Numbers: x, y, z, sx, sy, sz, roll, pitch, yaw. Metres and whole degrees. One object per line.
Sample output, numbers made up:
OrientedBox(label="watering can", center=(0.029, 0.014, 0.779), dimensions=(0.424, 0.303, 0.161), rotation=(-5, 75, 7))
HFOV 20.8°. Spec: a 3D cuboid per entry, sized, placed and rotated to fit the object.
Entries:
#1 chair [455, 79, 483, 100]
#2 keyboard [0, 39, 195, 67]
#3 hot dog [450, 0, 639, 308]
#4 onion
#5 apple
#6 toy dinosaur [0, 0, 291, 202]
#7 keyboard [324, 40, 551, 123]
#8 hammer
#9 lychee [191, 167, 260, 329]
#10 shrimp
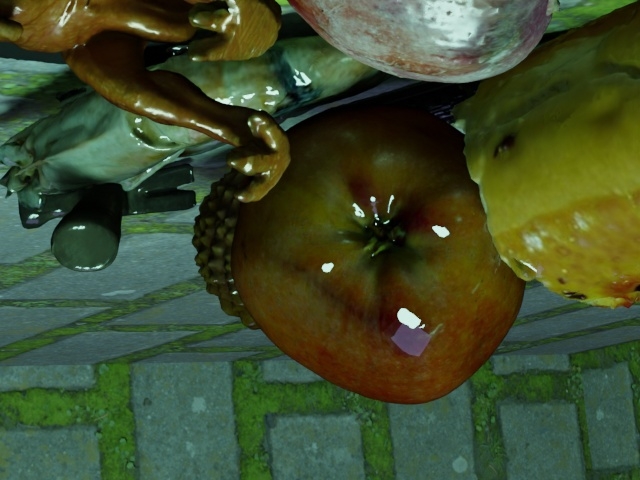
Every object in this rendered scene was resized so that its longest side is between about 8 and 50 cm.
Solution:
OrientedBox(label="chair", center=(0.185, -0.084, 1.258), dimensions=(0.101, 0.212, 0.084), rotation=(-24, 170, -37))
OrientedBox(label="keyboard", center=(-0.185, -0.137, 1.202), dimensions=(0.196, 0.015, 0.074), rotation=(2, 171, -35))
OrientedBox(label="hot dog", center=(0.322, -0.106, 1.053), dimensions=(0.365, 0.196, 0.367), rotation=(-26, -179, 45))
OrientedBox(label="onion", center=(0.033, -0.161, 0.849), dimensions=(0.195, 0.159, 0.159), rotation=(16, 175, 14))
OrientedBox(label="apple", center=(0.043, 0.005, 1.263), dimensions=(0.234, 0.234, 0.234), rotation=(-5, 170, -1))
OrientedBox(label="toy dinosaur", center=(-0.082, -0.111, 0.872), dimensions=(0.208, 0.097, 0.432), rotation=(37, -165, 29))
OrientedBox(label="keyboard", center=(0.117, -0.116, 1.366), dimensions=(0.230, 0.025, 0.094), rotation=(-16, 165, 11))
OrientedBox(label="hammer", center=(-0.187, -0.019, 1.446), dimensions=(0.168, 0.044, 0.440), rotation=(-9, -173, -3))
OrientedBox(label="lychee", center=(0.000, 0.000, 1.570), dimensions=(0.238, 0.200, 0.200), rotation=(14, 178, 22))
OrientedBox(label="shrimp", center=(-0.101, -0.092, 1.320), dimensions=(0.360, 0.085, 0.247), rotation=(-17, 178, 29))
